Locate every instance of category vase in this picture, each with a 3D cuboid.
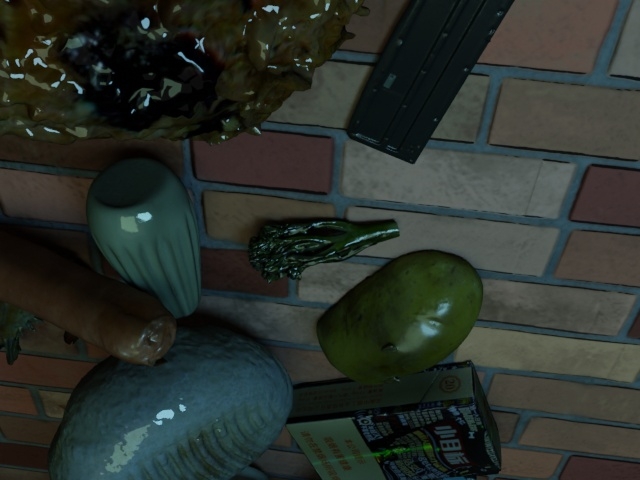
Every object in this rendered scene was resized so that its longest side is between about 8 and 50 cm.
[{"bbox_3d":[-0.214,0.012,0.912,0.128,0.128,0.248,1,140,8],"label":"vase"}]

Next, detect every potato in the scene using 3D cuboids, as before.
[{"bbox_3d":[0.112,0.133,0.976,0.160,0.111,0.272,37,126,-20],"label":"potato"}]

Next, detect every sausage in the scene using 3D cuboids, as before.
[{"bbox_3d":[-0.373,0.055,0.915,0.419,0.094,0.094,19,174,17],"label":"sausage"}]

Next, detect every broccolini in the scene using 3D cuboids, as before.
[{"bbox_3d":[0.000,0.007,0.909,0.203,0.068,0.091,-12,109,17],"label":"broccolini"}]

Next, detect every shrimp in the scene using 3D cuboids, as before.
[{"bbox_3d":[-0.421,0.105,1.070,0.173,0.058,0.253,12,129,-14],"label":"shrimp"}]

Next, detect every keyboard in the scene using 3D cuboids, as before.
[{"bbox_3d":[0.101,-0.159,0.771,0.103,0.041,0.381,21,125,-10],"label":"keyboard"}]

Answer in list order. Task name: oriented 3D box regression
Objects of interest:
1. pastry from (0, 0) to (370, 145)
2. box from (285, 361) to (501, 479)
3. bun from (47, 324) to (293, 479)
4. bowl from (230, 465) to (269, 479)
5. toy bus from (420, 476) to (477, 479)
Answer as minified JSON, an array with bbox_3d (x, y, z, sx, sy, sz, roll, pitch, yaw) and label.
[{"bbox_3d":[-0.150,-0.227,0.527,0.337,0.292,0.405,-34,148,9],"label":"pastry"},{"bbox_3d":[0.121,0.308,1.145,0.310,0.084,0.198,-12,128,19],"label":"box"},{"bbox_3d":[-0.219,0.256,1.025,0.362,0.211,0.362,-23,144,-18],"label":"bun"},{"bbox_3d":[-0.195,0.529,1.292,0.435,0.196,0.434,3,144,2],"label":"bowl"},{"bbox_3d":[0.140,0.489,1.247,0.271,0.164,0.133,4,131,5],"label":"toy bus"}]
